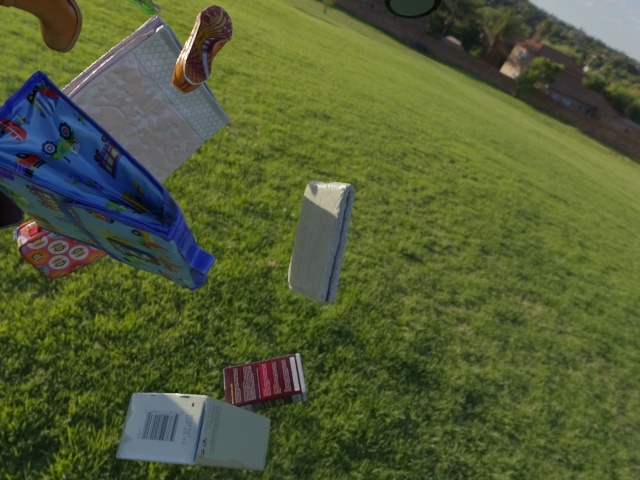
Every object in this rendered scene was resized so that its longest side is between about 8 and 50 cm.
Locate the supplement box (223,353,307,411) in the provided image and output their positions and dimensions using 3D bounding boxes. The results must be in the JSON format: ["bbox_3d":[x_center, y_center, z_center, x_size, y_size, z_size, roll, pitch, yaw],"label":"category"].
[{"bbox_3d":[-0.168,0.439,1.345,0.239,0.073,0.130,-9,50,-5],"label":"supplement box"}]

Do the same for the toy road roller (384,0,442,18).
[{"bbox_3d":[0.157,-0.479,0.590,0.240,0.203,0.329,8,-8,-41],"label":"toy road roller"}]

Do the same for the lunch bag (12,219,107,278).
[{"bbox_3d":[-0.881,-0.016,1.536,0.293,0.258,0.120,-29,58,-15],"label":"lunch bag"}]

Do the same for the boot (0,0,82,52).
[{"bbox_3d":[-0.414,-0.337,0.605,0.073,0.197,0.152,36,44,4],"label":"boot"}]

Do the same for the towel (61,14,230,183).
[{"bbox_3d":[-0.401,-0.293,1.043,0.053,0.317,0.332,43,-7,29],"label":"towel"}]

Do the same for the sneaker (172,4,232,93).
[{"bbox_3d":[-0.197,-0.318,0.722,0.064,0.067,0.175,40,57,-36],"label":"sneaker"}]

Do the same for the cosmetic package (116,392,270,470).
[{"bbox_3d":[-0.230,0.386,0.877,0.160,0.309,0.113,-4,60,16],"label":"cosmetic package"}]

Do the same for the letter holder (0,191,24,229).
[{"bbox_3d":[-0.752,-0.158,0.880,0.214,0.152,0.302,-24,94,-33],"label":"letter holder"}]

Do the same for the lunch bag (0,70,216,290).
[{"bbox_3d":[-0.264,-0.042,0.592,0.293,0.221,0.138,30,66,6],"label":"lunch bag"}]

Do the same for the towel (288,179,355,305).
[{"bbox_3d":[0.000,0.000,1.042,0.049,0.283,0.187,10,3,-31],"label":"towel"}]

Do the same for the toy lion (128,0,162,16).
[{"bbox_3d":[-0.515,-0.687,1.252,0.100,0.034,0.096,59,37,0],"label":"toy lion"}]
